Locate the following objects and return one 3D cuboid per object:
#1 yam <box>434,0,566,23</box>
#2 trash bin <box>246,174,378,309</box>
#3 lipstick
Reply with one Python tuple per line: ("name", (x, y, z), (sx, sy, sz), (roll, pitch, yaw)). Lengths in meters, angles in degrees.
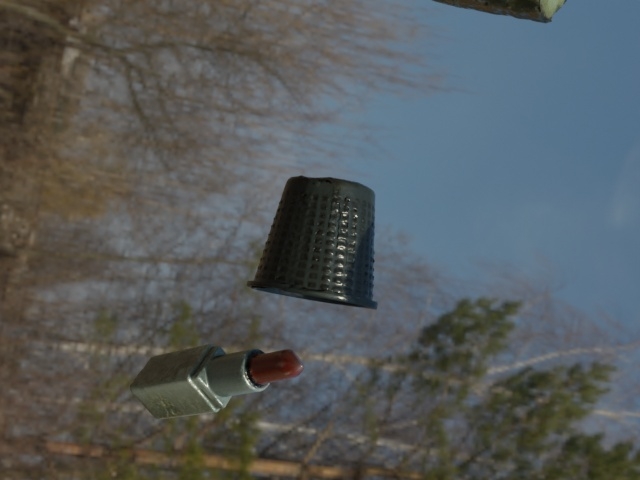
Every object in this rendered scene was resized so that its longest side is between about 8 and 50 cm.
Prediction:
("yam", (0.215, -0.344, 1.358), (0.194, 0.107, 0.107), (18, -80, 31))
("trash bin", (0.000, 0.000, 1.400), (0.175, 0.175, 0.161), (166, -66, -73))
("lipstick", (-0.055, 0.078, 0.607), (0.129, 0.030, 0.030), (-15, -150, 41))
